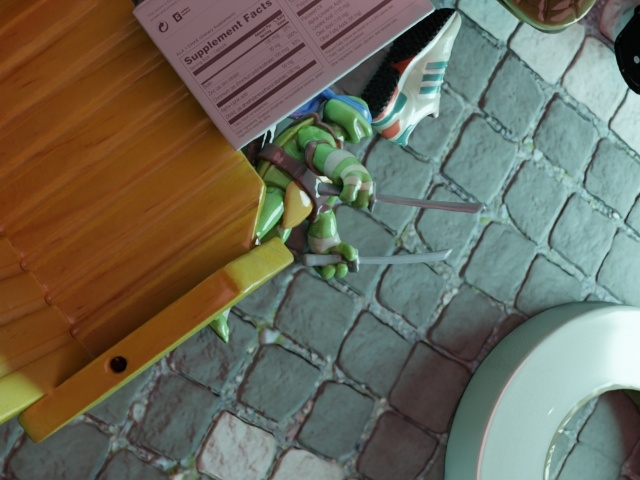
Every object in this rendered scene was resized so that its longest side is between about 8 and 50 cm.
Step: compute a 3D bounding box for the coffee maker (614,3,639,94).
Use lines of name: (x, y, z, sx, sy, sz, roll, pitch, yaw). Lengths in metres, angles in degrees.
coffee maker: (0.461, -0.226, 1.377, 0.178, 0.171, 0.120, 7, 74, -26)

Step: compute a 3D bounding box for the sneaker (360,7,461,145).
sneaker: (0.107, -0.174, 1.288, 0.075, 0.057, 0.161, 44, 73, -37)

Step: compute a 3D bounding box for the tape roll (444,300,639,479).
tape roll: (0.324, 0.264, 1.396, 0.392, 0.072, 0.392, -2, 94, -25)

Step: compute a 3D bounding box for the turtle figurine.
turtle figurine: (0.000, 0.000, 1.166, 0.266, 0.198, 0.274, -43, 106, -11)

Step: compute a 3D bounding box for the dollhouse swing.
dollhouse swing: (-0.240, -0.043, 0.928, 0.315, 0.305, 0.347, -36, 88, 1)

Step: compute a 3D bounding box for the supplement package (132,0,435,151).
supplement package: (-0.042, -0.219, 1.068, 0.204, 0.262, 0.145, -36, 108, 4)

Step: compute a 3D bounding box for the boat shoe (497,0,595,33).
boat shoe: (0.158, -0.356, 1.266, 0.123, 0.123, 0.342, -41, 87, 1)
